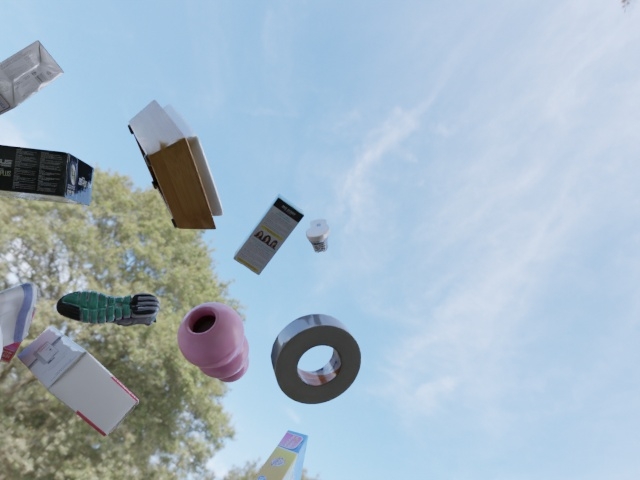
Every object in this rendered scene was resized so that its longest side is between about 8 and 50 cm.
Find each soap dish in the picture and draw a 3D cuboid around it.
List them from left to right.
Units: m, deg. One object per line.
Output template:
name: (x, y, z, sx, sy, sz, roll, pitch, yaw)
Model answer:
soap dish: (-0.339, -0.173, 1.169, 0.291, 0.118, 0.228, 46, -26, 48)

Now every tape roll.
tape roll: (-0.011, 0.296, 1.264, 0.219, 0.219, 0.072, 61, -5, -22)

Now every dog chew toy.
dog chew toy: (-0.324, 0.346, 1.628, 0.207, 0.206, 0.331, 17, -34, 26)

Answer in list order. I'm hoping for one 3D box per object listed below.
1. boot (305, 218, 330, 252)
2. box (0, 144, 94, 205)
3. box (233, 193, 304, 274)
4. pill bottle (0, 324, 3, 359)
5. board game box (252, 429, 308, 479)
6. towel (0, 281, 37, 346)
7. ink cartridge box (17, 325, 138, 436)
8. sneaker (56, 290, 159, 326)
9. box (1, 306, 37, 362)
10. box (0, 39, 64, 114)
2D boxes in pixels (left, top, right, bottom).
boot: (0.000, 0.000, 1.426, 0.069, 0.190, 0.086, -6, -75, 6)
box: (-0.515, -0.114, 0.886, 0.180, 0.077, 0.147, 5, -2, -8)
box: (-0.162, -0.018, 1.571, 0.101, 0.060, 0.244, 35, -78, -14)
pill bottle: (-0.525, 0.168, 0.606, 0.224, 0.224, 0.392, 41, -54, 1)
board game box: (-0.116, 0.662, 1.284, 0.064, 0.316, 0.242, 11, -86, 12)
towel: (-0.652, 0.181, 0.889, 0.034, 0.285, 0.209, 50, -50, 11)
ink cartridge box: (-0.623, 0.352, 1.292, 0.283, 0.117, 0.207, 8, -42, 47)
sneaker: (-0.501, 0.177, 1.196, 0.224, 0.083, 0.098, 5, -40, -17)
box: (-0.894, 0.191, 1.251, 0.300, 0.154, 0.142, 28, -27, -23)
box: (-0.769, -0.359, 1.202, 0.290, 0.169, 0.087, -5, -49, 37)
